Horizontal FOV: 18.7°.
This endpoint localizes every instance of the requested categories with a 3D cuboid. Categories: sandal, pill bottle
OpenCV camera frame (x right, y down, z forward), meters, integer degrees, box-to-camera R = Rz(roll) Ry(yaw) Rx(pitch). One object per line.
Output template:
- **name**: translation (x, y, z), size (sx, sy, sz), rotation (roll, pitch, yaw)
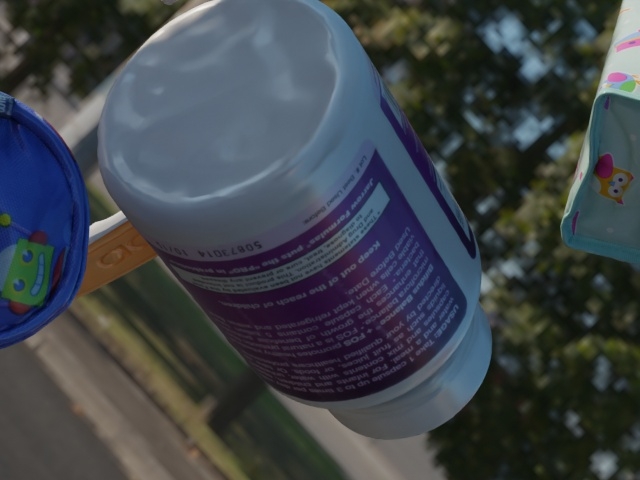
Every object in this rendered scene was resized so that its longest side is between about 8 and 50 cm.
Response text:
- **sandal**: translation (-0.123, 0.001, 1.670), size (0.076, 0.265, 0.102), rotation (61, 8, 26)
- **pill bottle**: translation (0.000, 0.000, 1.190), size (0.169, 0.169, 0.301), rotation (46, -6, 41)

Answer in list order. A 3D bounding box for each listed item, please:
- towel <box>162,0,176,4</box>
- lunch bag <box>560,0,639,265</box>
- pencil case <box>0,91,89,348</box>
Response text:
- **towel**: translation (-0.104, -0.271, 1.366), size (0.144, 0.029, 0.197), rotation (168, -81, -75)
- **lunch bag**: translation (0.326, -0.064, 1.424), size (0.262, 0.160, 0.223), rotation (15, 32, 6)
- **pencil case**: translation (-0.220, -0.027, 1.000), size (0.133, 0.119, 0.306), rotation (33, -8, -26)
